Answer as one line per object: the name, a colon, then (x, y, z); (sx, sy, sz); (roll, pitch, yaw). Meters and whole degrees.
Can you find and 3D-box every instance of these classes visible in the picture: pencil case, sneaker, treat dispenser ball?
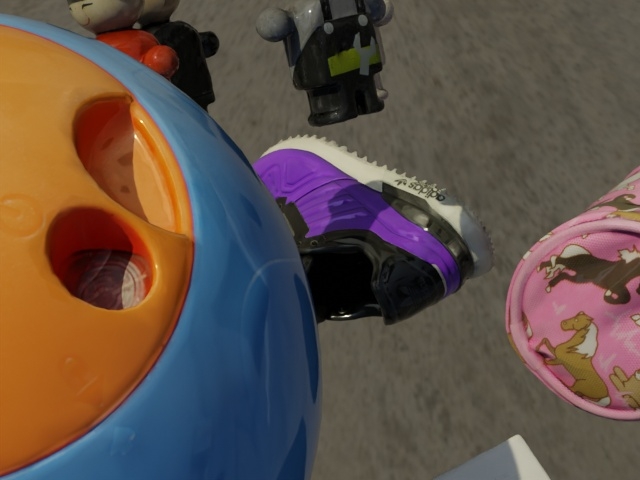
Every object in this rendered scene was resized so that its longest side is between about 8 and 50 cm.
pencil case: (0.287, 0.007, 1.220); (0.167, 0.386, 0.160); (24, 115, 20)
sneaker: (0.000, -0.001, 1.352); (0.146, 0.293, 0.102); (-40, 125, -25)
treat dispenser ball: (-0.142, 0.055, 0.597); (0.288, 0.288, 0.288); (0, 103, 1)

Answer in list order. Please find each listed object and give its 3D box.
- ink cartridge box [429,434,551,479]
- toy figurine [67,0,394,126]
ink cartridge box: (0.091, 0.199, 0.656); (0.109, 0.062, 0.209); (-24, 63, -20)
toy figurine: (-0.057, -0.144, 1.044); (0.210, 0.213, 0.148); (-12, 97, 9)
